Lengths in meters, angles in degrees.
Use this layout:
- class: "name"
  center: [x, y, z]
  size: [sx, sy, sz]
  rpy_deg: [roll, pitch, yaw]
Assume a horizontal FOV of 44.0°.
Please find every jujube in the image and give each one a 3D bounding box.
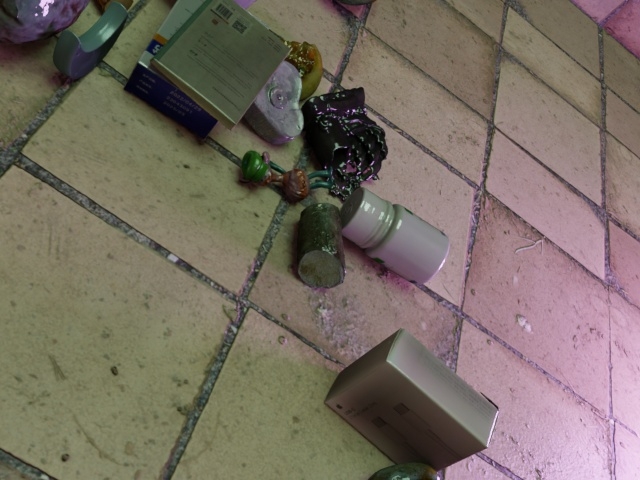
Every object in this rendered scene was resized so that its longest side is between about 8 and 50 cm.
- class: "jujube"
  center: [-0.554, -0.506, 1.481]
  size: [0.308, 0.216, 0.246]
  rpy_deg: [-66, 145, -59]

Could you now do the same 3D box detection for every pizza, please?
- class: "pizza"
  center: [-0.082, -0.437, 1.944]
  size: [0.197, 0.058, 0.292]
  rpy_deg: [41, 42, -6]

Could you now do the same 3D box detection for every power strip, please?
- class: "power strip"
  center: [-0.448, -0.388, 1.546]
  size: [0.044, 0.137, 0.216]
  rpy_deg: [36, 37, -4]

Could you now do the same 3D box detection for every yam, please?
- class: "yam"
  center: [0.000, 0.000, 1.651]
  size: [0.107, 0.107, 0.183]
  rpy_deg: [22, 44, -26]

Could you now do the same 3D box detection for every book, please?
- class: "book"
  center: [-0.198, -0.383, 1.642]
  size: [0.215, 0.025, 0.282]
  rpy_deg: [40, 52, -11]

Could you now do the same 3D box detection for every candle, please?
- class: "candle"
  center: [-0.117, -0.316, 1.779]
  size: [0.169, 0.068, 0.192]
  rpy_deg: [4, 76, -39]

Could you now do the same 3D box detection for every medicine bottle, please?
- class: "medicine bottle"
  center: [0.157, -0.011, 1.760]
  size: [0.237, 0.139, 0.139]
  rpy_deg: [30, 44, -17]

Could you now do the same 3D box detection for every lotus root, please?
- class: "lotus root"
  center: [0.138, 0.458, 1.415]
  size: [0.192, 0.088, 0.113]
  rpy_deg: [1, 81, -31]

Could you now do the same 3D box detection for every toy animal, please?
- class: "toy animal"
  center: [-0.076, -0.142, 1.709]
  size: [0.208, 0.100, 0.103]
  rpy_deg: [6, 33, -26]

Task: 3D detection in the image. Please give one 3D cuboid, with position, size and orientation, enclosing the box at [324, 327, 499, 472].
- class: "box"
  center: [0.169, 0.309, 1.471]
  size: [0.252, 0.203, 0.106]
  rpy_deg: [42, 43, -6]

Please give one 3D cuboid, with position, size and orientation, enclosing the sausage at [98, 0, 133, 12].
- class: "sausage"
  center: [-0.489, -0.599, 1.723]
  size: [0.071, 0.071, 0.234]
  rpy_deg: [-16, 70, -45]

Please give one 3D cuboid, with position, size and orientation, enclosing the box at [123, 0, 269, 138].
- class: "box"
  center: [-0.258, -0.394, 1.693]
  size: [0.200, 0.106, 0.299]
  rpy_deg: [32, 55, -15]

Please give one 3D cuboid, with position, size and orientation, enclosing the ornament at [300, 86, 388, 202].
- class: "ornament"
  center: [0.073, -0.222, 1.890]
  size: [0.251, 0.106, 0.260]
  rpy_deg: [-25, 82, -45]

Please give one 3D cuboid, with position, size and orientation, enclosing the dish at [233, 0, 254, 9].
- class: "dish"
  center: [-0.250, -0.564, 1.836]
  size: [0.230, 0.229, 0.081]
  rpy_deg: [10, 86, -34]

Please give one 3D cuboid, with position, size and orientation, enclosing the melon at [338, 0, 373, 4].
- class: "melon"
  center: [0.120, -0.772, 2.278]
  size: [0.182, 0.182, 0.288]
  rpy_deg: [51, 43, 4]
